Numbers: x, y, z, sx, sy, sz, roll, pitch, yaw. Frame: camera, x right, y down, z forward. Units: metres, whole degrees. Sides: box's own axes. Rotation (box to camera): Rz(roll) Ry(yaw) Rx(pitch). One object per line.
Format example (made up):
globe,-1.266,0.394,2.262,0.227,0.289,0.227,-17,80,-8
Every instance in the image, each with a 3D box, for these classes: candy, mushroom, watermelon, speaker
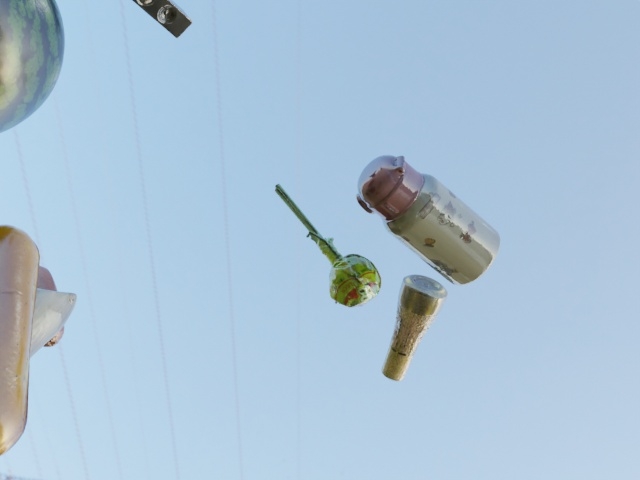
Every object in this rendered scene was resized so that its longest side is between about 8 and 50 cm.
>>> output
candy,0.001,0.001,1.238,0.262,0.077,0.073,50,-40,30
mushroom,-0.477,0.154,1.217,0.096,0.247,0.108,2,-42,25
watermelon,-0.499,-0.278,1.073,0.285,0.285,0.285,15,-57,25
speaker,-0.283,-0.396,1.250,0.040,0.191,0.046,-44,-127,9

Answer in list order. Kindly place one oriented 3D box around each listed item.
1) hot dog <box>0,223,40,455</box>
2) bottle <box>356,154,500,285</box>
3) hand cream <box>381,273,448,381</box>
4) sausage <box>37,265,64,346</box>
hot dog,-0.407,0.122,0.930,0.135,0.337,0.100,-24,-40,17
bottle,0.156,-0.036,1.182,0.233,0.110,0.110,36,-46,-22
hand cream,0.160,0.164,1.415,0.084,0.084,0.203,24,-68,20
sausage,-0.579,0.136,1.643,0.197,0.076,0.076,62,-40,36
